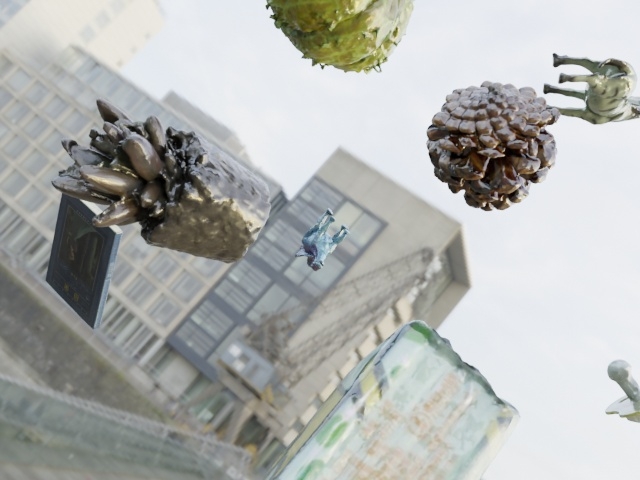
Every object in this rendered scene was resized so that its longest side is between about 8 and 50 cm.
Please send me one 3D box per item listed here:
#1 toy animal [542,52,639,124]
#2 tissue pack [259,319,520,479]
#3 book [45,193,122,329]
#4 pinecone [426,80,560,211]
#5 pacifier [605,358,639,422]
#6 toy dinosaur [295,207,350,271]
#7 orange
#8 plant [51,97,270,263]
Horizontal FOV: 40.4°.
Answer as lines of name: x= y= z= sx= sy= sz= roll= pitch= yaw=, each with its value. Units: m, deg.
toy animal: x=0.410 y=-0.210 z=1.238 sx=0.176 sy=0.073 sz=0.217 roll=3 pitch=-10 yaw=9
tissue pack: x=-0.005 y=0.233 z=0.678 sx=0.128 sy=0.311 sz=0.228 roll=41 pitch=-27 yaw=7
book: x=-0.515 y=0.036 z=1.880 sx=0.191 sy=0.025 sz=0.269 roll=40 pitch=-54 yaw=26
pinecone: x=0.206 y=-0.111 z=1.055 sx=0.173 sy=0.173 sz=0.173 roll=39 pitch=-12 yaw=10
pacifier: x=0.304 y=0.141 z=0.838 sx=0.064 sy=0.068 sz=0.083 roll=59 pitch=-5 yaw=4
toy dinosaur: x=0.000 y=0.000 z=1.198 sx=0.045 sy=0.080 sz=0.197 roll=41 pitch=9 yaw=-12
orange: x=0.031 y=-0.430 z=1.447 sx=0.223 sy=0.300 sz=0.301 roll=-1 pitch=-1 yaw=30
plant: x=-0.247 y=-0.094 z=1.384 sx=0.321 sy=0.181 sz=0.194 roll=27 pitch=23 yaw=-29
